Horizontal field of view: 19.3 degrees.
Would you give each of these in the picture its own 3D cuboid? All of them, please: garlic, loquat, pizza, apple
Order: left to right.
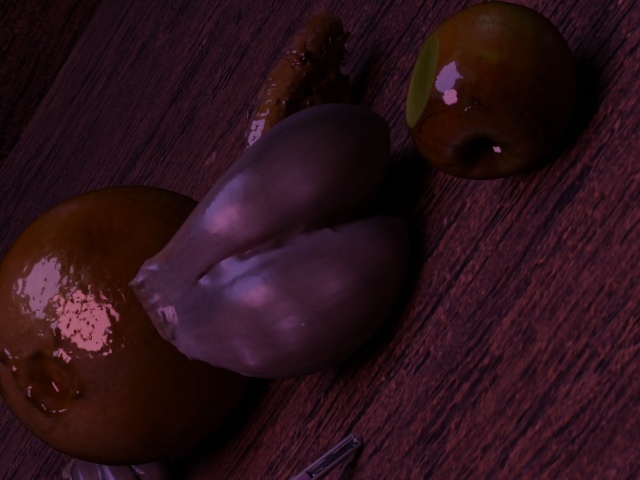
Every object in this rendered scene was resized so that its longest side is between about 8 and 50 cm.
[{"bbox_3d":[-0.220,0.095,2.144,0.328,0.328,0.328,-49,27,35],"label":"loquat"},{"bbox_3d":[-0.222,0.310,2.227,0.194,0.127,0.131,56,142,36],"label":"garlic"},{"bbox_3d":[-0.024,-0.122,2.196,0.085,0.161,0.305,8,74,27],"label":"pizza"},{"bbox_3d":[0.000,0.000,1.958,0.340,0.231,0.246,-35,-13,-39],"label":"garlic"},{"bbox_3d":[0.160,-0.140,1.748,0.163,0.146,0.147,120,156,-57],"label":"apple"}]

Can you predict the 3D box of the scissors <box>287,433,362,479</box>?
[{"bbox_3d":[-0.028,0.243,1.827,0.176,0.022,0.085,-36,-12,-24],"label":"scissors"}]
